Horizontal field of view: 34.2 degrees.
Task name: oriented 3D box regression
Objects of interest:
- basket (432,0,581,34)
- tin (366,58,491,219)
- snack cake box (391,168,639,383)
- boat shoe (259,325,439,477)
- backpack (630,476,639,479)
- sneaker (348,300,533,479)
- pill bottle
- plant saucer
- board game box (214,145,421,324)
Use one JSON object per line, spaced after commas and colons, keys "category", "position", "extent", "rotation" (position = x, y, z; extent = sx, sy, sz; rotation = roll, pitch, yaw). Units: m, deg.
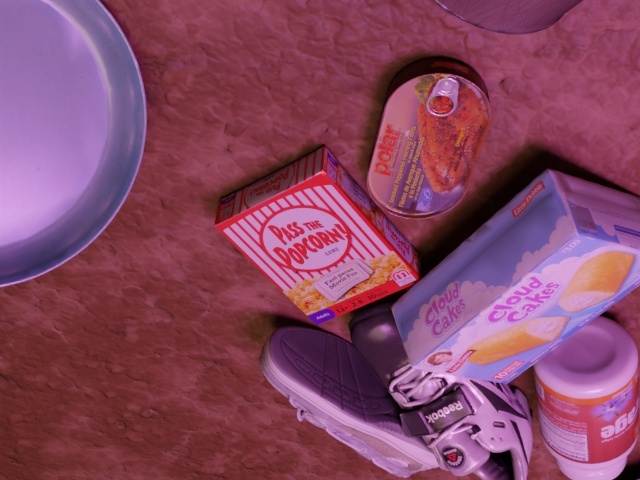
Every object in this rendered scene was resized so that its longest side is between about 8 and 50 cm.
{"category": "basket", "position": [0.186, -0.265, 0.747], "extent": [0.204, 0.154, 0.227], "rotation": [11, 162, -28]}
{"category": "tin", "position": [0.107, -0.101, 1.056], "extent": [0.106, 0.040, 0.189], "rotation": [7, 134, -7]}
{"category": "snack cake box", "position": [0.221, 0.048, 1.125], "extent": [0.152, 0.089, 0.264], "rotation": [11, 138, -35]}
{"category": "boat shoe", "position": [0.039, 0.215, 1.317], "extent": [0.320, 0.118, 0.103], "rotation": [32, 124, -33]}
{"category": "backpack", "position": [0.503, 0.443, 1.401], "extent": [0.225, 0.253, 0.191], "rotation": [-33, 143, 30]}
{"category": "sneaker", "position": [0.161, 0.201, 1.270], "extent": [0.122, 0.146, 0.330], "rotation": [-33, 122, 30]}
{"category": "pill bottle", "position": [0.326, 0.201, 1.270], "extent": [0.121, 0.121, 0.216], "rotation": [-6, 134, 11]}
{"category": "plant saucer", "position": [-0.319, -0.112, 0.966], "extent": [0.318, 0.044, 0.317], "rotation": [-9, 109, -28]}
{"category": "board game box", "position": [0.000, 0.000, 1.156], "extent": [0.147, 0.045, 0.193], "rotation": [-26, 127, 26]}
